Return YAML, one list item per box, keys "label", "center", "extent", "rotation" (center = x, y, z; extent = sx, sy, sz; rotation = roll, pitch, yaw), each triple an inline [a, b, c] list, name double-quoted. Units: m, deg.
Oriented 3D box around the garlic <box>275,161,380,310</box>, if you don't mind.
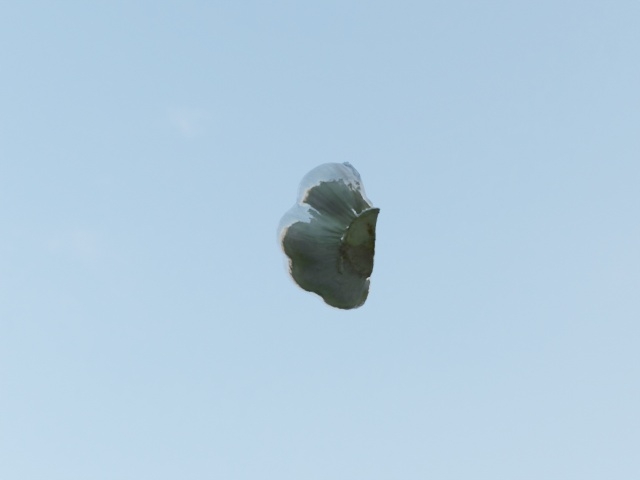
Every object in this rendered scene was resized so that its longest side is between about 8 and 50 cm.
- label: "garlic"
  center: [0.000, 0.000, 1.881]
  extent: [0.142, 0.178, 0.230]
  rotation: [-15, -76, -19]
